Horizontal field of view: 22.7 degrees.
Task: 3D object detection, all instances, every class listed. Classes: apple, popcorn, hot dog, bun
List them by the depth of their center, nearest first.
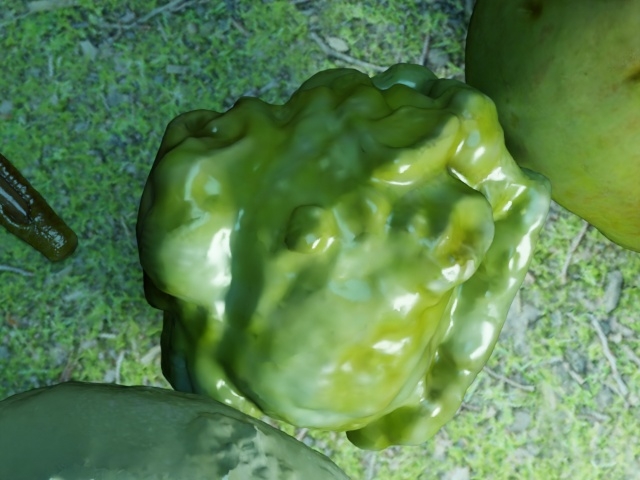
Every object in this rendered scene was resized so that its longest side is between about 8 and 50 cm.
[{"bbox_3d":[-0.131,0.228,1.152,0.364,0.364,0.202,1,41,-5],"label":"bun"},{"bbox_3d":[0.016,0.002,1.219,0.312,0.312,0.312,1,78,-5],"label":"popcorn"},{"bbox_3d":[0.285,-0.141,1.260,0.305,0.338,0.338,-39,83,12],"label":"apple"},{"bbox_3d":[-0.259,-0.034,1.332,0.044,0.028,0.137,-42,86,-5],"label":"hot dog"}]
